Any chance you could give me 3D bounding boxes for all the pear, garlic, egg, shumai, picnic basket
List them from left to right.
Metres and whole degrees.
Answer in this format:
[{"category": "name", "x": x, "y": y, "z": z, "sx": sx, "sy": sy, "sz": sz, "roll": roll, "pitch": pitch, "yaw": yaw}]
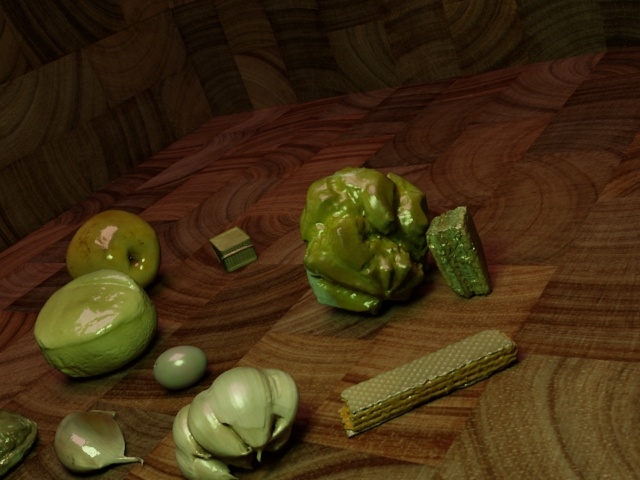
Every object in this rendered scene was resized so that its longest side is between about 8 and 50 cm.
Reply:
[{"category": "shumai", "x": -0.858, "y": 0.442, "z": 1.789, "sx": 0.313, "sy": 0.263, "sz": 0.267, "roll": -21, "pitch": 23, "yaw": -5}, {"category": "garlic", "x": -0.507, "y": 0.461, "z": 1.685, "sx": 0.148, "sy": 0.129, "sz": 0.266, "roll": -40, "pitch": 38, "yaw": -14}, {"category": "pear", "x": -0.672, "y": 0.050, "z": 2.461, "sx": 0.314, "sy": 0.315, "sz": 0.314, "roll": -17, "pitch": 23, "yaw": 8}, {"category": "egg", "x": -0.341, "y": 0.309, "z": 1.844, "sx": 0.134, "sy": 0.103, "sz": 0.103, "roll": -18, "pitch": 23, "yaw": -1}, {"category": "picnic basket", "x": -0.282, "y": 0.027, "z": 2.451, "sx": 0.115, "sy": 0.080, "sz": 0.164, "roll": -25, "pitch": 24, "yaw": -13}, {"category": "garlic", "x": -0.168, "y": 0.358, "z": 1.494, "sx": 0.281, "sy": 0.185, "sz": 0.203, "roll": -24, "pitch": 39, "yaw": -9}]

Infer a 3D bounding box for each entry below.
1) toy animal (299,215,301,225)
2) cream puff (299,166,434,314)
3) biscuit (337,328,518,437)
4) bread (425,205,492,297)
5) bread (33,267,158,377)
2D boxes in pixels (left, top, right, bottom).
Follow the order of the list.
[{"category": "toy animal", "x": -0.006, "y": -0.065, "z": 2.442, "sx": 0.150, "sy": 0.089, "sz": 0.083, "roll": -15, "pitch": 1, "yaw": 21}, {"category": "cream puff", "x": 0.129, "y": 0.011, "z": 1.851, "sx": 0.378, "sy": 0.378, "sz": 0.275, "roll": -25, "pitch": 24, "yaw": -11}, {"category": "biscuit", "x": 0.211, "y": 0.277, "z": 1.514, "sx": 0.378, "sy": 0.054, "sz": 0.094, "roll": -22, "pitch": 22, "yaw": -3}, {"category": "bread", "x": 0.330, "y": 0.031, "z": 1.791, "sx": 0.102, "sy": 0.196, "sz": 0.138, "roll": -19, "pitch": 21, "yaw": 24}, {"category": "bread", "x": -0.607, "y": 0.238, "z": 2.080, "sx": 0.320, "sy": 0.237, "sz": 0.321, "roll": -17, "pitch": 38, "yaw": 14}]
